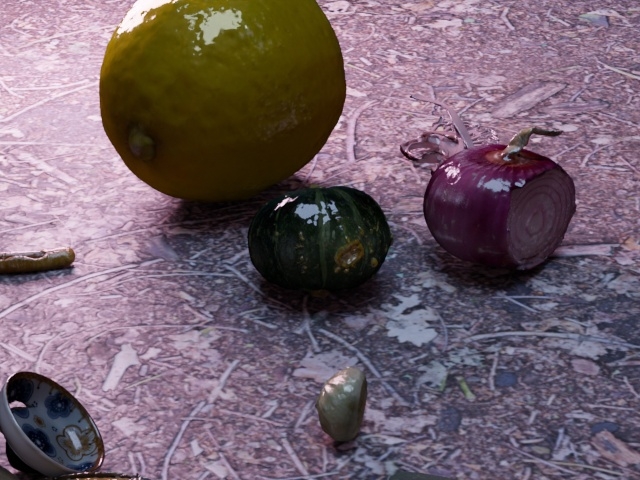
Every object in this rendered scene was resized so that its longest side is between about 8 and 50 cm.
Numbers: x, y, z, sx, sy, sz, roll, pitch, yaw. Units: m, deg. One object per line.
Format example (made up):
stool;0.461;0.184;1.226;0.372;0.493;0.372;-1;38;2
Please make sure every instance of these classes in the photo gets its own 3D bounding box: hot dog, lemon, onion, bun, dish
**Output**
hot dog;-0.404;0.027;2.243;0.137;0.028;0.044;-2;33;-7
lemon;-0.163;-0.218;2.384;0.364;0.364;0.364;0;26;0
onion;0.233;-0.050;2.241;0.200;0.201;0.207;15;51;28
bun;0.021;0.185;1.855;0.054;0.086;0.086;10;27;7
dish;-0.314;0.221;1.798;0.078;0.141;0.141;-42;19;18

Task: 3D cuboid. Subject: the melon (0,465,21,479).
melon;-0.355;0.298;1.424;0.308;0.272;0.272;19;19;-24

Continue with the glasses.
glasses;0.227;-0.158;2.540;0.162;0.095;0.255;-3;27;-24

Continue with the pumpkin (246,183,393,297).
pumpkin;-0.002;0.000;2.158;0.190;0.146;0.190;-20;3;1

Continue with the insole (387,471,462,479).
insole;0.165;0.273;1.755;0.192;0.010;0.063;6;26;13

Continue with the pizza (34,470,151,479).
pizza;-0.230;0.296;1.668;0.185;0.052;0.195;-5;21;-25
